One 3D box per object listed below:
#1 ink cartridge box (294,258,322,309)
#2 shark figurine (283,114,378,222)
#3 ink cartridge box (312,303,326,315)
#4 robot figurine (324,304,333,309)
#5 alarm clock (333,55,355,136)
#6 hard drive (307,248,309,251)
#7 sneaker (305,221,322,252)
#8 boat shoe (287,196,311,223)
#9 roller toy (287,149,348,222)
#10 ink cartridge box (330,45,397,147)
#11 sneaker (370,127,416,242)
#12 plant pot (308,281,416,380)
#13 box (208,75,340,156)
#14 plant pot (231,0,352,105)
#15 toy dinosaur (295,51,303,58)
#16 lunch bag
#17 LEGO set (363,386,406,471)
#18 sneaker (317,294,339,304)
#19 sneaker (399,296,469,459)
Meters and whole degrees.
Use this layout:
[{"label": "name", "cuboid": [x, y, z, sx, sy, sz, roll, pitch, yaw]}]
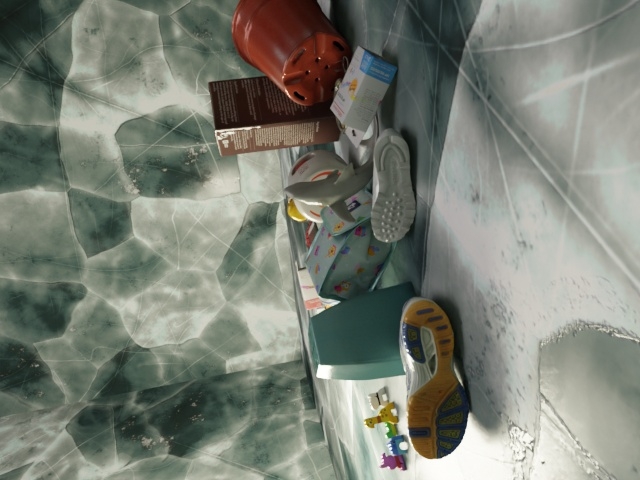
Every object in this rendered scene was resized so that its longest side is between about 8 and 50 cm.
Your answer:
[{"label": "ink cartridge box", "cuboid": [-0.050, 0.166, 1.837, 0.115, 0.067, 0.198, -178, 74, -83]}, {"label": "shark figurine", "cuboid": [0.072, -0.159, 1.034, 0.166, 0.278, 0.116, 42, 160, 19]}, {"label": "ink cartridge box", "cuboid": [0.002, 0.333, 2.203, 0.150, 0.063, 0.109, -121, 24, -66]}, {"label": "robot figurine", "cuboid": [0.035, 0.175, 1.794, 0.291, 0.085, 0.211, -113, 12, -56]}, {"label": "alarm clock", "cuboid": [0.073, -0.361, 1.164, 0.129, 0.064, 0.192, -125, 26, -70]}, {"label": "hard drive", "cuboid": [0.000, 0.000, 1.827, 0.135, 0.022, 0.094, -57, 23, 14]}, {"label": "sneaker", "cuboid": [0.024, -0.057, 1.480, 0.135, 0.097, 0.276, -45, 26, 40]}, {"label": "boat shoe", "cuboid": [-0.084, -0.200, 2.034, 0.355, 0.130, 0.132, -111, 16, -52]}, {"label": "roller toy", "cuboid": [0.006, -0.154, 1.343, 0.146, 0.209, 0.191, -115, 25, -58]}, {"label": "ink cartridge box", "cuboid": [0.079, -0.301, 0.976, 0.181, 0.061, 0.104, -64, 26, 26]}, {"label": "sneaker", "cuboid": [0.146, -0.110, 0.951, 0.095, 0.090, 0.235, -89, -1, -64]}, {"label": "plant pot", "cuboid": [0.096, 0.215, 1.025, 0.165, 0.234, 0.166, 98, 162, -59]}, {"label": "box", "cuboid": [-0.138, -0.394, 1.424, 0.143, 0.381, 0.191, 97, 163, -66]}, {"label": "plant pot", "cuboid": [-0.064, -0.523, 1.250, 0.265, 0.272, 0.272, 56, 158, 33]}, {"label": "toy dinosaur", "cuboid": [-0.108, -0.630, 1.855, 0.296, 0.127, 0.200, -102, 2, -54]}, {"label": "lunch bag", "cuboid": [0.076, 0.003, 1.148, 0.223, 0.160, 0.262, -117, 48, -67]}, {"label": "LEGO set", "cuboid": [0.169, 0.530, 1.297, 0.087, 0.093, 0.227, 99, 161, -60]}, {"label": "sneaker", "cuboid": [0.081, 0.110, 1.416, 0.315, 0.127, 0.182, -176, 81, -73]}, {"label": "sneaker", "cuboid": [0.207, 0.250, 0.869, 0.131, 0.112, 0.296, -52, -40, -84]}]
